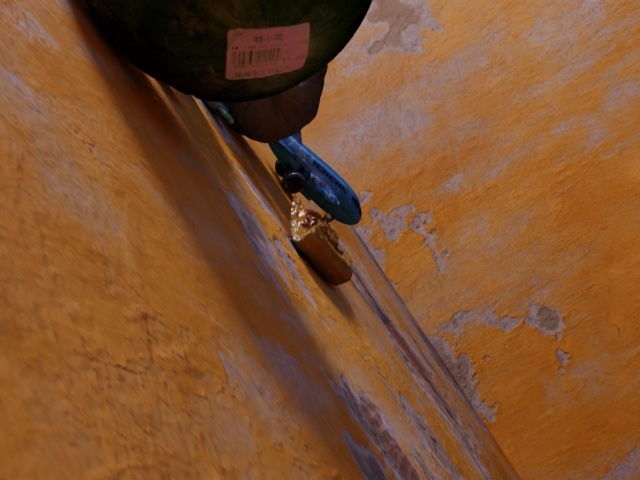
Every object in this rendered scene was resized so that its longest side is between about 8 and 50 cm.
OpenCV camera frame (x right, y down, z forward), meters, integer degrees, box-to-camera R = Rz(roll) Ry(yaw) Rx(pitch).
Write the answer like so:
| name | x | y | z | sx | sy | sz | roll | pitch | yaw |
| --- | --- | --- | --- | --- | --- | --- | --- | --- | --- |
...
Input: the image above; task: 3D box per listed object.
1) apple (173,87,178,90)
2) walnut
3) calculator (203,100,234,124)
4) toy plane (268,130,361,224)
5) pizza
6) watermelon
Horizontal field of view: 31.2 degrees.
| name | x | y | z | sx | sy | sz | roll | pitch | yaw |
| --- | --- | --- | --- | --- | --- | --- | --- | --- | --- |
| apple | -0.159 | -0.242 | 1.463 | 0.102 | 0.114 | 0.099 | 63 | -26 | 23 |
| walnut | -0.087 | -0.270 | 1.912 | 0.224 | 0.224 | 0.224 | 56 | 4 | -7 |
| calculator | -0.183 | -0.241 | 1.792 | 0.153 | 0.021 | 0.095 | 57 | 5 | 19 |
| toy plane | -0.017 | -0.118 | 2.144 | 0.271 | 0.105 | 0.254 | 55 | 5 | -28 |
| pizza | 0.003 | 0.006 | 1.780 | 0.134 | 0.056 | 0.271 | 67 | 8 | 24 |
| watermelon | -0.103 | -0.332 | 1.257 | 0.363 | 0.363 | 0.363 | 56 | 4 | -7 |
